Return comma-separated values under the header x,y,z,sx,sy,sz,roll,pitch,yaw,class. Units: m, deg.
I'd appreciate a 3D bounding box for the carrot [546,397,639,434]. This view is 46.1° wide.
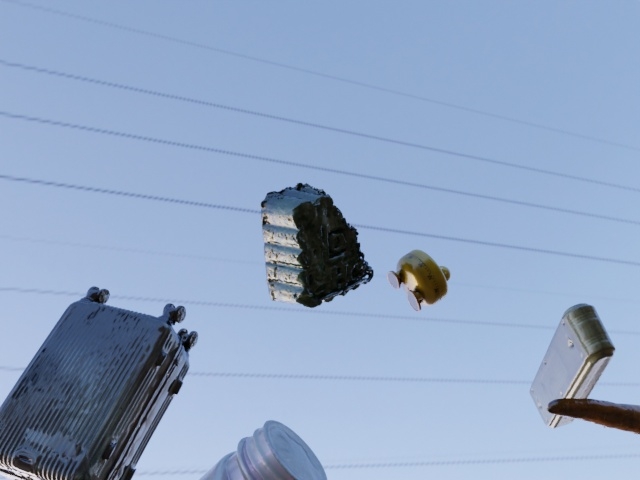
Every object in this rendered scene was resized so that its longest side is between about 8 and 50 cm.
x,y,z,sx,sy,sz,roll,pitch,yaw,class
0.422,0.257,1.121,0.191,0.047,0.047,14,-64,-12,carrot

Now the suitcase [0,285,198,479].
x,y,z,sx,sy,sz,roll,pitch,yaw,class
-0.330,0.222,1.096,0.202,0.312,0.128,11,-37,20,suitcase

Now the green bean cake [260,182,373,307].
x,y,z,sx,sy,sz,roll,pitch,yaw,class
0.000,0.000,1.313,0.194,0.107,0.208,-20,-69,-39,green bean cake

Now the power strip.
x,y,z,sx,sy,sz,roll,pitch,yaw,class
0.411,0.225,1.249,0.066,0.092,0.387,-15,-31,-5,power strip

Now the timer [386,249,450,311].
x,y,z,sx,sy,sz,roll,pitch,yaw,class
0.191,0.064,1.356,0.109,0.107,0.107,-32,-51,-17,timer

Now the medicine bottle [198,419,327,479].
x,y,z,sx,sy,sz,roll,pitch,yaw,class
-0.140,0.362,0.904,0.324,0.179,0.124,-43,-97,9,medicine bottle
